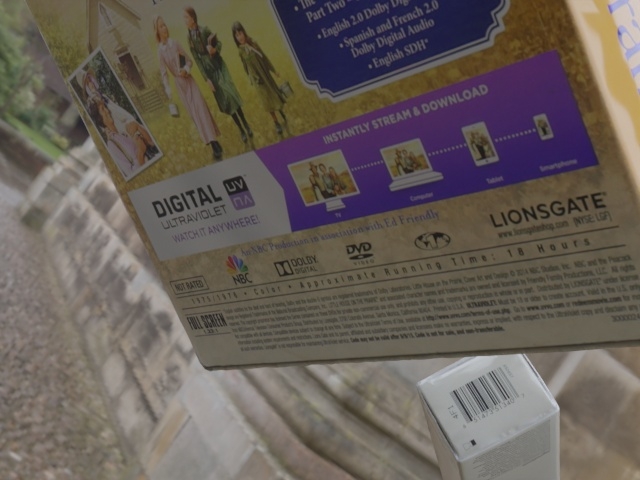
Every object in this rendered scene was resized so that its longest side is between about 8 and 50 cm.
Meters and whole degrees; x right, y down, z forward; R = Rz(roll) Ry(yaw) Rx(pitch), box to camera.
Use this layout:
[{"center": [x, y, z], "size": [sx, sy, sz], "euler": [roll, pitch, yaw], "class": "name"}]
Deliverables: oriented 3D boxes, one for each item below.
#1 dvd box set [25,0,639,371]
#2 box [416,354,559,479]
[{"center": [-0.035, -0.141, 0.412], "size": [0.307, 0.062, 0.420], "euler": [-13, -74, 47], "class": "dvd box set"}, {"center": [0.181, 0.219, 0.968], "size": [0.275, 0.113, 0.094], "euler": [72, -9, -54], "class": "box"}]
